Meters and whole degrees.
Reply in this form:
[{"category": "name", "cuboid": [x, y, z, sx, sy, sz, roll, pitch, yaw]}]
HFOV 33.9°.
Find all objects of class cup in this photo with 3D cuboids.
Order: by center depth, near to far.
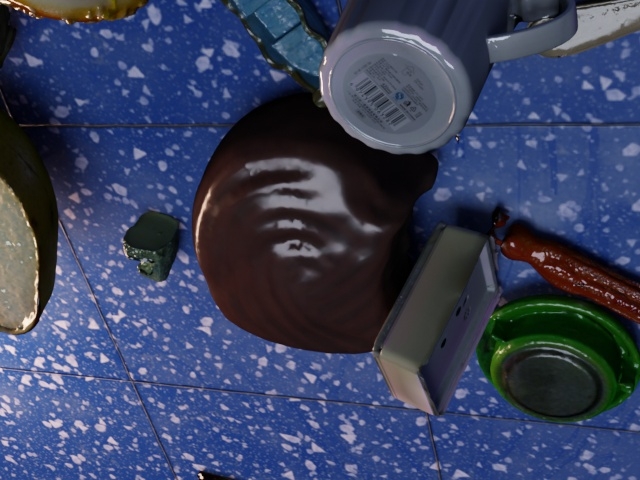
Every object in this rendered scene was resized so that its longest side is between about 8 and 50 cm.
[{"category": "cup", "cuboid": [0.114, -0.207, 1.009, 0.221, 0.202, 0.167, -26, 117, 40]}]

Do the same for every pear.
[{"category": "pear", "cuboid": [-0.489, -0.065, 1.403, 0.340, 0.191, 0.386, -9, 125, 25]}]

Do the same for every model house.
[{"category": "model house", "cuboid": [-0.232, 0.016, 1.444, 0.066, 0.079, 0.083, 19, 136, 9]}]

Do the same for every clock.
[{"category": "clock", "cuboid": [0.143, 0.094, 1.247, 0.071, 0.192, 0.147, 19, 157, 25]}]

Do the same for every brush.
[{"category": "brush", "cuboid": [0.350, -0.222, 0.994, 0.327, 0.065, 0.070, -9, 126, 31]}]

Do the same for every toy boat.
[{"category": "toy boat", "cuboid": [-0.043, -0.226, 1.147, 0.075, 0.077, 0.185, -27, 115, 37]}]

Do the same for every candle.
[{"category": "candle", "cuboid": [0.343, 0.058, 1.256, 0.329, 0.048, 0.051, 27, 162, -1]}]

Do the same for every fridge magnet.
[{"category": "fridge magnet", "cuboid": [0.298, 0.154, 1.330, 0.208, 0.088, 0.208, 12, 134, 13]}]

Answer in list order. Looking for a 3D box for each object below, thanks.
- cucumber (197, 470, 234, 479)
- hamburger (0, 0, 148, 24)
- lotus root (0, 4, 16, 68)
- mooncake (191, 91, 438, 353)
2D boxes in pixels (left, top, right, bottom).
[{"category": "cucumber", "cuboid": [-0.151, 0.428, 1.807, 0.134, 0.033, 0.034, 20, 131, 5]}, {"category": "hamburger", "cuboid": [-0.243, -0.347, 1.001, 0.291, 0.291, 0.225, 29, 135, -3]}, {"category": "lotus root", "cuboid": [-0.451, -0.317, 1.199, 0.173, 0.173, 0.309, 8, 130, 17]}, {"category": "mooncake", "cuboid": [0.000, 0.000, 1.268, 0.334, 0.174, 0.326, 36, 131, -9]}]
